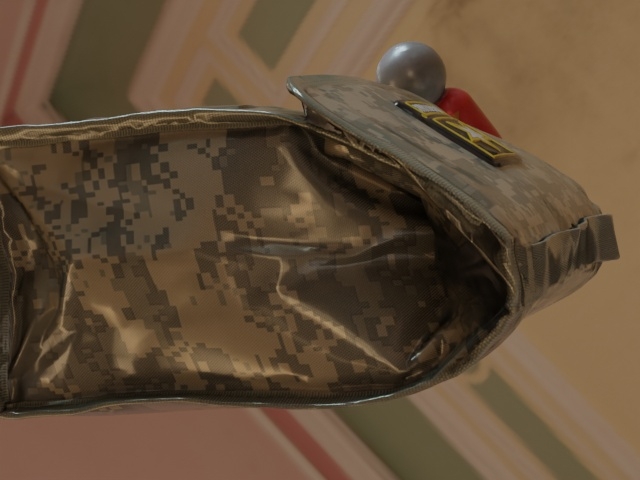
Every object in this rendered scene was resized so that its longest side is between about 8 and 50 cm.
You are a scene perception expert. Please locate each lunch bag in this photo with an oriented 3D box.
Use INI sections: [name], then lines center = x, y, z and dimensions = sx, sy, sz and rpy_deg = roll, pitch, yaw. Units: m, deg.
[lunch bag]
center = 0.000, 0.000, 0.682
dimensions = 0.287, 0.235, 0.169
rpy_deg = -4, -87, 22

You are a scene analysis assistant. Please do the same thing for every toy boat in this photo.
[toy boat]
center = 0.045, -0.034, 1.196
dimensions = 0.148, 0.318, 0.267
rpy_deg = 44, -23, -18
